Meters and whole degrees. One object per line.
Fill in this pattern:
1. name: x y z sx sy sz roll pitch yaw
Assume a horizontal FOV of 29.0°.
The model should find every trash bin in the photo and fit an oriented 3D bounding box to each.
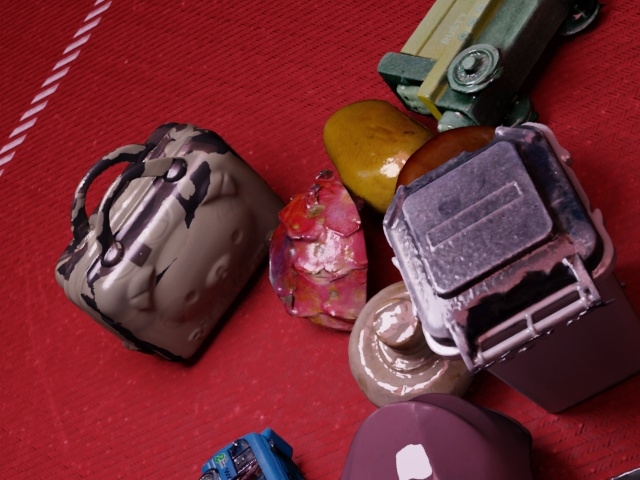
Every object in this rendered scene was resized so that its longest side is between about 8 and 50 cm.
1. trash bin: 0.275 0.071 1.564 0.256 0.367 0.296 -32 49 13

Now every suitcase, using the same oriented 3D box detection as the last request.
1. suitcase: -0.241 -0.004 1.934 0.194 0.339 0.351 28 78 39

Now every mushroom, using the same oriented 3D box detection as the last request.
1. mushroom: 0.121 0.149 1.730 0.206 0.209 0.206 -8 78 46

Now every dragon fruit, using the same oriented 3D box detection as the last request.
1. dragon fruit: -0.009 -0.003 1.892 0.126 0.161 0.274 0 52 -21

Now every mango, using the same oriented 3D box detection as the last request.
1. mango: 0.100 -0.136 1.950 0.167 0.130 0.262 -43 44 2

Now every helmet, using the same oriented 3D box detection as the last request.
1. helmet: 0.135 0.342 1.553 0.271 0.197 0.338 -30 44 41

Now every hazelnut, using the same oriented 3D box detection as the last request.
1. hazelnut: 0.230 -0.061 1.766 0.251 0.217 0.217 -18 51 -10

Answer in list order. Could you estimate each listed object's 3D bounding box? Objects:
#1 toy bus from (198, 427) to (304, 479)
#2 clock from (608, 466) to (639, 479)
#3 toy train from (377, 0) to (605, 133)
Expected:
1. toy bus: -0.075 0.374 1.715 0.134 0.113 0.246 -43 29 3
2. clock: 0.344 0.377 1.321 0.319 0.066 0.319 -38 18 15
3. toy train: 0.266 -0.328 1.952 0.253 0.160 0.397 21 74 45
